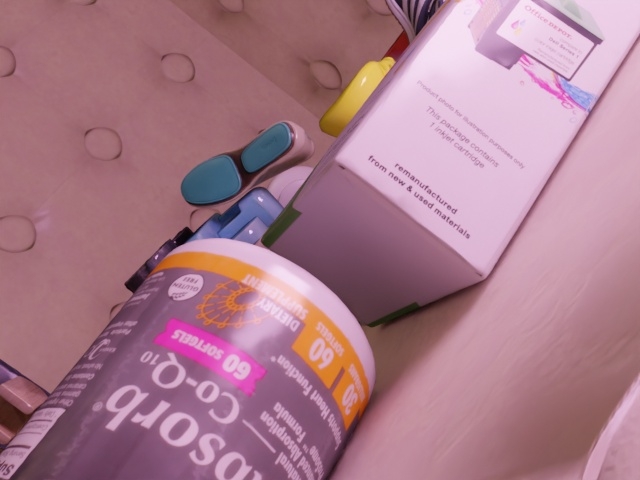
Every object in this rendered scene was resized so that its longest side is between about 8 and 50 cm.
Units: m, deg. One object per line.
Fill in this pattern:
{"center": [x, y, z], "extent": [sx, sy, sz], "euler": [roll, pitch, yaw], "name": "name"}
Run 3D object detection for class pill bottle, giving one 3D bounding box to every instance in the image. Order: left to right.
{"center": [-0.094, 0.143, 0.470], "extent": [0.278, 0.162, 0.162], "euler": [-56, 6, -37], "name": "pill bottle"}
{"center": [-0.039, -0.072, 1.679], "extent": [0.146, 0.146, 0.264], "euler": [-52, 5, 0], "name": "pill bottle"}

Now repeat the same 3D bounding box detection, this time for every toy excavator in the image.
{"center": [-0.083, -0.001, 1.370], "extent": [0.445, 0.222, 0.433], "euler": [-43, 7, 8], "name": "toy excavator"}

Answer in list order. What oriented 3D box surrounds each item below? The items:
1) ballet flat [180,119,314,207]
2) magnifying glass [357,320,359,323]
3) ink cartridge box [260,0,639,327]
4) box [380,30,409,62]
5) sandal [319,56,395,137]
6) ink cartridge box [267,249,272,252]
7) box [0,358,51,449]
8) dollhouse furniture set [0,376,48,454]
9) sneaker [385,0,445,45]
{"center": [-0.114, -0.115, 1.384], "extent": [0.248, 0.086, 0.086], "euler": [-23, 20, 30], "name": "ballet flat"}
{"center": [0.024, 0.065, 0.759], "extent": [0.231, 0.026, 0.092], "euler": [-53, 5, -1], "name": "magnifying glass"}
{"center": [0.099, -0.091, 0.619], "extent": [0.278, 0.117, 0.201], "euler": [-53, 5, -21], "name": "ink cartridge box"}
{"center": [0.219, -0.350, 1.394], "extent": [0.257, 0.122, 0.128], "euler": [-47, 6, 46], "name": "box"}
{"center": [0.087, -0.146, 1.081], "extent": [0.126, 0.138, 0.317], "euler": [-50, 3, 18], "name": "sandal"}
{"center": [0.000, 0.000, 1.079], "extent": [0.198, 0.067, 0.115], "euler": [-52, 20, 3], "name": "ink cartridge box"}
{"center": [-0.580, 0.384, 1.459], "extent": [0.297, 0.480, 0.472], "euler": [-56, 5, -26], "name": "box"}
{"center": [-0.314, 0.298, 0.950], "extent": [0.212, 0.242, 0.161], "euler": [-52, 4, -6], "name": "dollhouse furniture set"}
{"center": [0.168, -0.339, 1.190], "extent": [0.153, 0.099, 0.282], "euler": [116, 147, -57], "name": "sneaker"}
